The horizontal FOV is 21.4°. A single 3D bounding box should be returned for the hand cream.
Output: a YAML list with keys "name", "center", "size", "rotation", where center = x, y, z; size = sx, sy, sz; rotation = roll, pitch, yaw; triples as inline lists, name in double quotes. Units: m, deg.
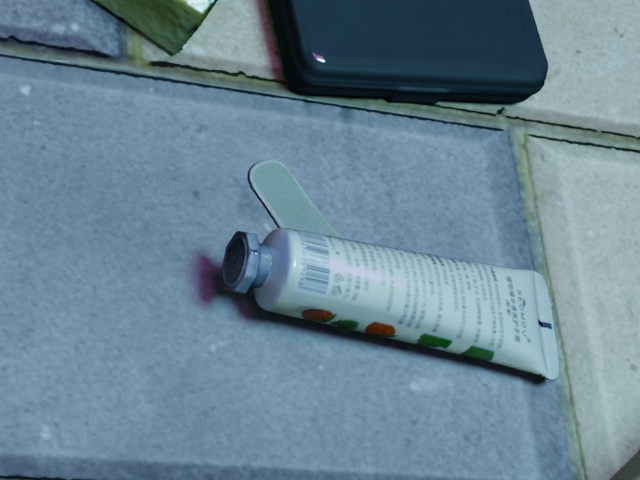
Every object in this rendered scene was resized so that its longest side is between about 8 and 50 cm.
- name: "hand cream"
  center: [0.059, 0.040, 1.243]
  size: [0.276, 0.059, 0.095]
  rotation: [13, 57, -27]

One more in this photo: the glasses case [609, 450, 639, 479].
- name: "glasses case"
  center: [0.336, 0.130, 1.277]
  size: [0.336, 0.144, 0.076]
  rotation: [-35, 82, -36]

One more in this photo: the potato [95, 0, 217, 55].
- name: "potato"
  center: [-0.116, -0.235, 1.295]
  size: [0.120, 0.081, 0.149]
  rotation: [34, 53, -9]

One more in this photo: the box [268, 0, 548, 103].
- name: "box"
  center: [0.068, -0.190, 1.381]
  size: [0.230, 0.050, 0.160]
  rotation: [0, 64, -27]

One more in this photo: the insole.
- name: "insole"
  center: [0.000, 0.000, 1.267]
  size: [0.053, 0.002, 0.152]
  rotation: [-30, 79, -36]
